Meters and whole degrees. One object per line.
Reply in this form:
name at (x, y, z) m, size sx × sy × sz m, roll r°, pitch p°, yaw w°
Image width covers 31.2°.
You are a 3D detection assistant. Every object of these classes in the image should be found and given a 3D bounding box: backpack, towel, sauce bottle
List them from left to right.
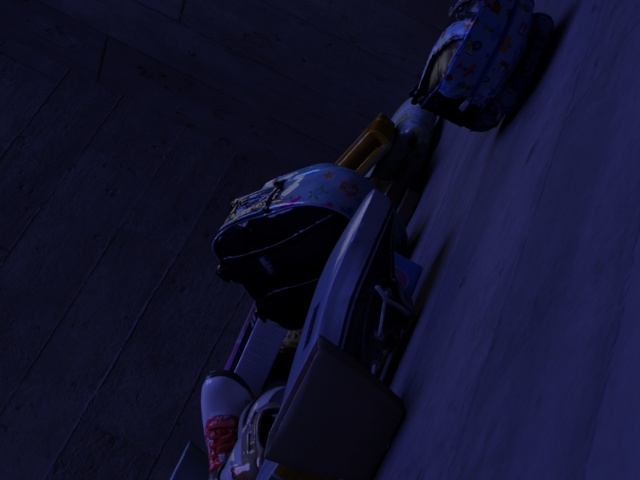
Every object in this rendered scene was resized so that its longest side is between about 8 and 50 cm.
sauce bottle at (-0.054, 0.237, 2.123) m, size 0.111 × 0.111 × 0.344 m, roll -63°, pitch 3°, yaw 12°
backpack at (0.000, 0.000, 1.702) m, size 0.254 × 0.225 × 0.191 m, roll -19°, pitch 30°, yaw 41°
towel at (0.125, -0.099, 2.295) m, size 0.374 × 0.090 × 0.320 m, roll -63°, pitch 4°, yaw 21°
backpack at (0.190, -0.217, 1.289) m, size 0.158 × 0.117 × 0.173 m, roll -63°, pitch 1°, yaw -15°

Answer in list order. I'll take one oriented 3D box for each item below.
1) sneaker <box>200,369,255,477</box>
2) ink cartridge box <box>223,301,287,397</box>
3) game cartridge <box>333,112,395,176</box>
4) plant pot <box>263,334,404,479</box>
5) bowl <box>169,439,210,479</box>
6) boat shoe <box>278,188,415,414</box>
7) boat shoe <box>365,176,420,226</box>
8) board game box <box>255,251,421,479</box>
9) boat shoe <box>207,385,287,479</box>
sneaker at (-0.141, 0.349, 1.810) m, size 0.145 × 0.090 × 0.270 m, roll -74°, pitch -23°, yaw -66°
ink cartridge box at (-0.096, 0.155, 1.997) m, size 0.370 × 0.069 × 0.176 m, roll -63°, pitch 7°, yaw 3°
game cartridge at (0.024, -0.104, 2.073) m, size 0.285 × 0.053 × 0.323 m, roll -47°, pitch 6°, yaw 12°
plant pot at (0.017, 0.161, 1.048) m, size 0.109 × 0.096 × 0.109 m, roll -63°, pitch 0°, yaw 2°
bowl at (-0.228, 0.524, 2.000) m, size 0.311 × 0.163 × 0.311 m, roll -63°, pitch 1°, yaw 1°
boat shoe at (0.047, 0.084, 1.257) m, size 0.113 × 0.105 × 0.306 m, roll 125°, pitch 166°, yaw -52°
boat shoe at (0.085, -0.034, 2.031) m, size 0.110 × 0.104 × 0.307 m, roll -64°, pitch 1°, yaw -28°
board game box at (0.010, 0.192, 1.406) m, size 0.316 × 0.064 × 0.242 m, roll -64°, pitch 2°, yaw -37°
boat shoe at (-0.067, 0.301, 1.720) m, size 0.103 × 0.113 × 0.302 m, roll -40°, pitch 9°, yaw 25°
